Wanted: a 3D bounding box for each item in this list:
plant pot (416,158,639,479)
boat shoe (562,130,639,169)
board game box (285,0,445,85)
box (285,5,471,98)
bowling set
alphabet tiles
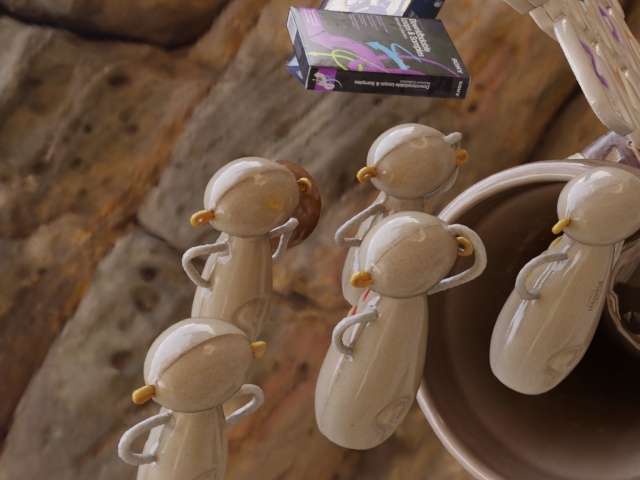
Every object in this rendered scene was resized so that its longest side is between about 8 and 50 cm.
[{"bbox_3d":[0.231,0.062,0.938,0.229,0.263,0.263,-10,-53,-53],"label":"plant pot"},{"bbox_3d":[0.393,0.017,1.256,0.123,0.342,0.123,-38,-25,5],"label":"boat shoe"},{"bbox_3d":[0.076,-0.281,1.332,0.165,0.042,0.243,7,64,52],"label":"board game box"},{"bbox_3d":[0.055,-0.184,1.167,0.116,0.162,0.029,-107,25,-48],"label":"box"},{"bbox_3d":[0.000,0.000,0.616,0.287,0.200,0.154,-18,-37,-28],"label":"bowling set"},{"bbox_3d":[0.144,-0.172,0.752,0.021,0.278,0.284,-30,-22,25],"label":"alphabet tiles"}]
